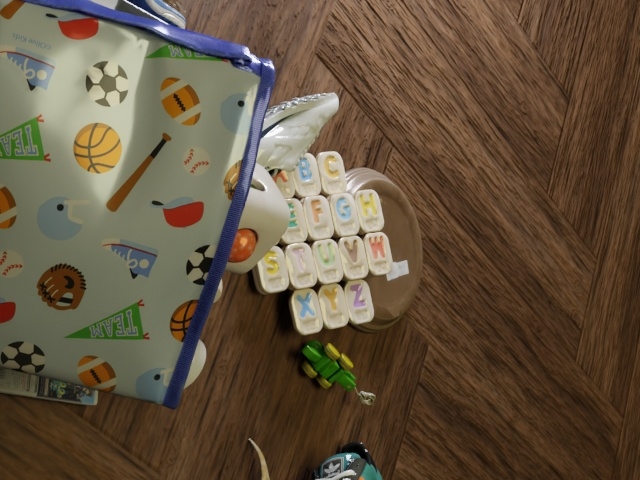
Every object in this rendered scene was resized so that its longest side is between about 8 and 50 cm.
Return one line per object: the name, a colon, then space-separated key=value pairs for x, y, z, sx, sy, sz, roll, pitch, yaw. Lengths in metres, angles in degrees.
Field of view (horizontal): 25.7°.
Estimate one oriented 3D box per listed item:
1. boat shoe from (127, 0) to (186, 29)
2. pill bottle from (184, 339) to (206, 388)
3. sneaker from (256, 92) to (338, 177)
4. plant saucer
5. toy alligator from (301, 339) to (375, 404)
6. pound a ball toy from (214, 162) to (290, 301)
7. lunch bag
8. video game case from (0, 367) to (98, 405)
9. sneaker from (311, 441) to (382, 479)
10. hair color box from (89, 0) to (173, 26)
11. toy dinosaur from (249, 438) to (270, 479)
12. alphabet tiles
boat shoe: x=-0.248 y=-0.343 z=1.903 sx=0.183 sy=0.066 sz=0.066 roll=37 pitch=51 yaw=-56
pill bottle: x=-0.240 y=0.107 z=1.759 sx=0.215 sy=0.117 sz=0.117 roll=44 pitch=52 yaw=-40
sneaker: x=-0.054 y=-0.154 z=2.108 sx=0.235 sy=0.090 sz=0.094 roll=-32 pitch=105 yaw=-38
plant saucer: x=0.091 y=0.014 z=2.319 sx=0.278 sy=0.041 sz=0.277 roll=11 pitch=76 yaw=-53
toy alligator: x=0.022 y=0.200 z=2.192 sx=0.190 sy=0.056 sz=0.051 roll=41 pitch=13 yaw=-42
pound a ball toy: x=-0.185 y=-0.011 z=1.802 sx=0.319 sy=0.208 sz=0.135 roll=19 pitch=32 yaw=-47
lunch bag: x=-0.252 y=-0.061 z=1.505 sx=0.328 sy=0.239 sz=0.385 roll=14 pitch=108 yaw=-16
video game case: x=-0.342 y=0.097 z=1.742 sx=0.183 sy=0.023 sz=0.201 roll=18 pitch=70 yaw=-51
sneaker: x=0.021 y=0.390 z=2.091 sx=0.302 sy=0.108 sz=0.121 roll=-31 pitch=105 yaw=-73
hair color box: x=-0.301 y=-0.214 z=1.765 sx=0.374 sy=0.114 sz=0.185 roll=23 pitch=67 yaw=-49
toy dinosaur: x=-0.076 y=0.385 z=2.030 sx=0.093 sy=0.053 sz=0.183 roll=30 pitch=62 yaw=-46
alphabet tiles: x=0.000 y=0.000 z=2.164 sx=0.284 sy=0.021 sz=0.278 roll=-8 pitch=84 yaw=-43
